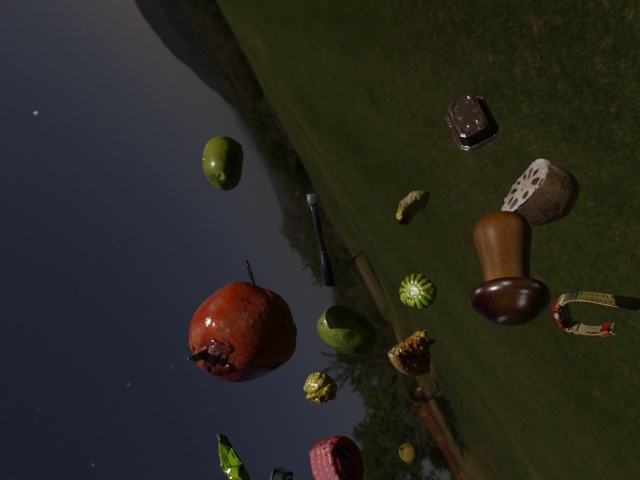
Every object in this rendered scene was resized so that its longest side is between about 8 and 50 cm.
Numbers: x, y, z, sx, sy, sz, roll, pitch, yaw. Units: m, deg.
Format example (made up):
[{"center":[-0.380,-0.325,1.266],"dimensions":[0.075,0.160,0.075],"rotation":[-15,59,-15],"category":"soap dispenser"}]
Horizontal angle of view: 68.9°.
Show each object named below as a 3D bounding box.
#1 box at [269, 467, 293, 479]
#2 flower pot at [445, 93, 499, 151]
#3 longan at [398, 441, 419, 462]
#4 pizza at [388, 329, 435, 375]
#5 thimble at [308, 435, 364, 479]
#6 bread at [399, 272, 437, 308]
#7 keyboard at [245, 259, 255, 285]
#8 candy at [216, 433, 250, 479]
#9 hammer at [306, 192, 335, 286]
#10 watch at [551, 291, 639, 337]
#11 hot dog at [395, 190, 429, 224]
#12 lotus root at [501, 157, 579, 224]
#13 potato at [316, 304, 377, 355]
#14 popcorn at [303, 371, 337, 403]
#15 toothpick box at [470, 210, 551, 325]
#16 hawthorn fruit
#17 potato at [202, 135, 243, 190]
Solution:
[{"center":[-0.087,0.534,0.989],"dimensions":[0.126,0.031,0.091],"rotation":[77,-157,-63],"category":"box"},{"center":[0.631,-0.516,1.980],"dimensions":[0.084,0.179,0.250],"rotation":[30,-140,-52],"category":"flower pot"},{"center":[0.303,0.734,1.619],"dimensions":[0.083,0.075,0.075],"rotation":[27,-171,-12],"category":"longan"},{"center":[0.451,0.524,2.179],"dimensions":[0.290,0.228,0.081],"rotation":[31,170,-31],"category":"pizza"},{"center":[0.061,0.788,1.635],"dimensions":[0.163,0.125,0.189],"rotation":[-14,-105,-51],"category":"thimble"},{"center":[0.348,0.186,1.685],"dimensions":[0.071,0.130,0.139],"rotation":[11,-162,-48],"category":"bread"},{"center":[-0.279,0.205,1.969],"dimensions":[0.087,0.017,0.250],"rotation":[101,153,-61],"category":"keyboard"},{"center":[-0.304,0.810,1.651],"dimensions":[0.246,0.069,0.149],"rotation":[34,149,49],"category":"candy"},{"center":[0.000,0.000,1.414],"dimensions":[0.137,0.037,0.289],"rotation":[-124,22,-83],"category":"hammer"},{"center":[0.947,0.256,1.607],"dimensions":[0.268,0.102,0.164],"rotation":[3,127,43],"category":"watch"},{"center":[0.290,-0.109,1.536],"dimensions":[0.061,0.169,0.078],"rotation":[19,140,46],"category":"hot dog"},{"center":[0.824,-0.166,1.732],"dimensions":[0.192,0.272,0.272],"rotation":[24,-179,0],"category":"lotus root"},{"center":[0.125,0.424,2.194],"dimensions":[0.304,0.215,0.216],"rotation":[24,-163,-22],"category":"potato"},{"center":[0.000,0.508,1.594],"dimensions":[0.116,0.106,0.120],"rotation":[38,155,12],"category":"popcorn"},{"center":[0.491,0.077,1.233],"dimensions":[0.192,0.192,0.294],"rotation":[59,-149,-51],"category":"toothpick box"},{"center":[-0.226,0.249,1.209],"dimensions":[0.307,0.276,0.276],"rotation":[-20,-101,-51],"category":"hawthorn fruit"},{"center":[-0.361,-0.287,1.724],"dimensions":[0.253,0.149,0.186],"rotation":[-106,27,-66],"category":"potato"}]
